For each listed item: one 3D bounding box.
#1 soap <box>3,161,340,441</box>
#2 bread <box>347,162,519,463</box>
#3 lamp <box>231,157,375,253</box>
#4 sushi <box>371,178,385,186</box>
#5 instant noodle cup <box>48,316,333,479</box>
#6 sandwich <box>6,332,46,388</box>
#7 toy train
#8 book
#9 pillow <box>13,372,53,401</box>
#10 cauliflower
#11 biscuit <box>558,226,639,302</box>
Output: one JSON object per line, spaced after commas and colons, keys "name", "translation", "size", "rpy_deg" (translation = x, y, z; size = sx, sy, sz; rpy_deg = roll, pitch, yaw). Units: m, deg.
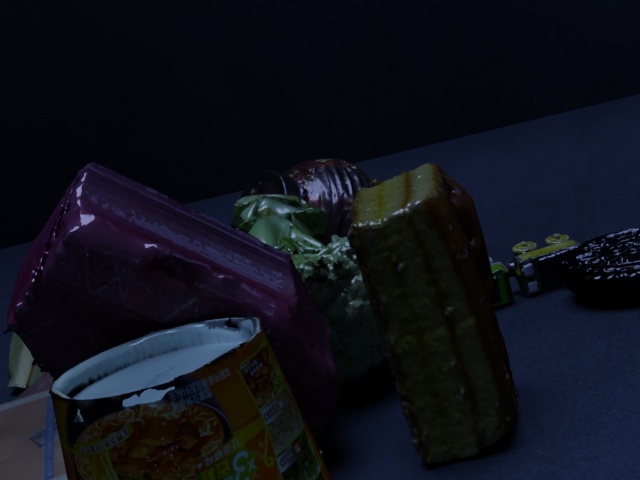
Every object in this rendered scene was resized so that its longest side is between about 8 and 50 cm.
{"name": "soap", "translation": [-0.123, 0.088, 1.061], "size": [0.220, 0.324, 0.127], "rpy_deg": [-52, 20, 31]}
{"name": "bread", "translation": [0.108, 0.059, 1.041], "size": [0.110, 0.234, 0.184], "rpy_deg": [-16, 10, 10]}
{"name": "lamp", "translation": [0.000, 0.000, 1.605], "size": [0.246, 0.247, 0.247], "rpy_deg": [-16, 10, 3]}
{"name": "sushi", "translation": [0.046, -0.017, 1.822], "size": [0.296, 0.167, 0.179], "rpy_deg": [-29, 34, -21]}
{"name": "instant noodle cup", "translation": [-0.104, 0.173, 0.909], "size": [0.230, 0.182, 0.230], "rpy_deg": [-16, 9, 3]}
{"name": "sandwich", "translation": [-0.349, 0.135, 1.746], "size": [0.198, 0.228, 0.155], "rpy_deg": [21, -19, -38]}
{"name": "toy train", "translation": [0.238, 0.044, 1.430], "size": [0.202, 0.060, 0.081], "rpy_deg": [-16, 17, -2]}
{"name": "book", "translation": [-0.270, 0.211, 1.255], "size": [0.241, 0.018, 0.170], "rpy_deg": [-18, 34, -2]}
{"name": "pillow", "translation": [-0.255, 0.168, 1.431], "size": [0.223, 0.084, 0.236], "rpy_deg": [-3, 20, 33]}
{"name": "cauliflower", "translation": [-0.035, 0.045, 1.261], "size": [0.272, 0.250, 0.275], "rpy_deg": [-13, -34, 15]}
{"name": "biscuit", "translation": [0.375, 0.024, 1.329], "size": [0.194, 0.053, 0.194], "rpy_deg": [-14, 11, 3]}
